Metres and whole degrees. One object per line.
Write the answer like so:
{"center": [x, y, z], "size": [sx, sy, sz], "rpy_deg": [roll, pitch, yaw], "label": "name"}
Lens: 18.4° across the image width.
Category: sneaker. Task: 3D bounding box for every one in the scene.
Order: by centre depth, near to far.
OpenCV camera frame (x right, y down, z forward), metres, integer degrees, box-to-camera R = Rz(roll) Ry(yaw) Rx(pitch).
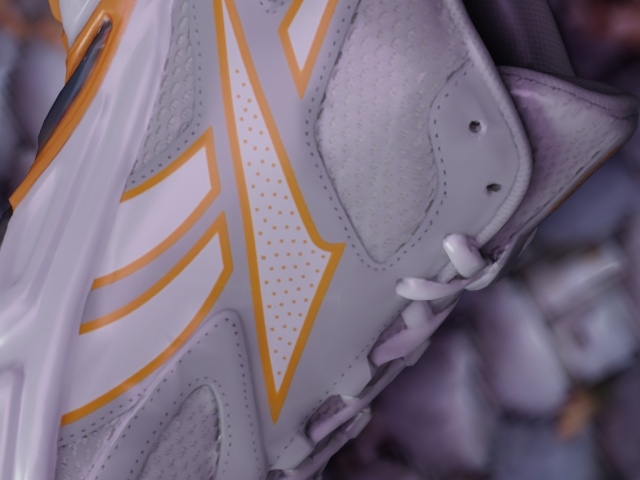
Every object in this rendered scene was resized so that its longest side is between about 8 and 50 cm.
{"center": [0.000, 0.000, 0.414], "size": [0.121, 0.099, 0.262], "rpy_deg": [10, 101, 13], "label": "sneaker"}
